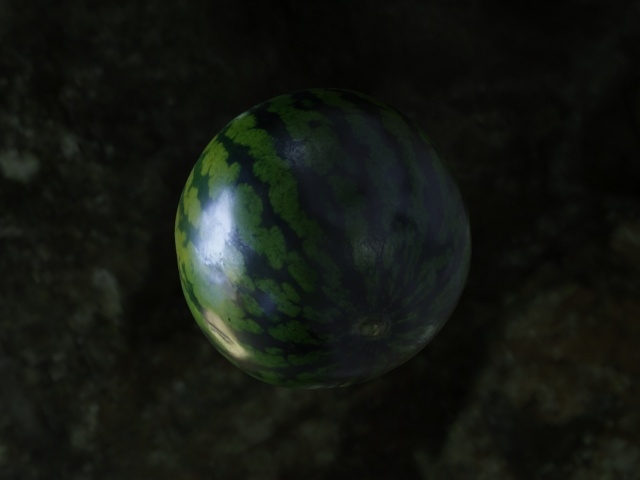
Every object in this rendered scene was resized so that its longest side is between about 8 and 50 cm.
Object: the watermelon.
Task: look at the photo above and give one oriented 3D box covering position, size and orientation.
[{"bbox_3d":[0.000,0.000,1.703,0.285,0.285,0.285,-17,-44,-17],"label":"watermelon"}]
